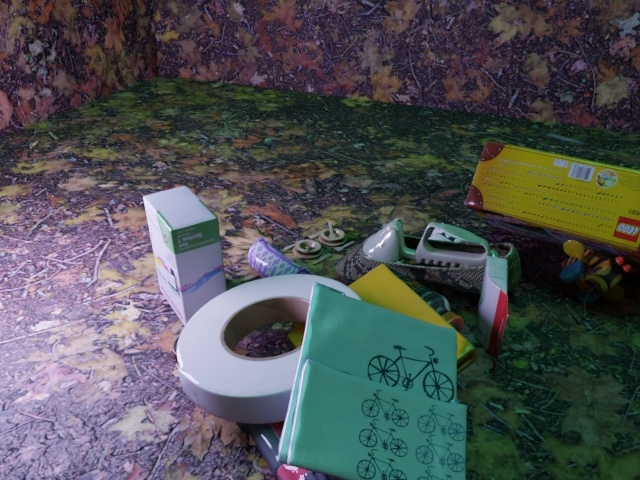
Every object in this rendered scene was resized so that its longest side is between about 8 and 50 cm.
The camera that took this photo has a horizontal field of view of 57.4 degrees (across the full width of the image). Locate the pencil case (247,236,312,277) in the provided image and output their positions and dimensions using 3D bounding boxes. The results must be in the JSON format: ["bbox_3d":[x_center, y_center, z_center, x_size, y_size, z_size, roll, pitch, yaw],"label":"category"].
[{"bbox_3d":[-0.111,0.072,1.557,0.086,0.088,0.206,-20,35,-37],"label":"pencil case"}]

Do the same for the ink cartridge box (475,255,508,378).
[{"bbox_3d":[0.384,0.169,1.320,0.056,0.181,0.225,10,32,15],"label":"ink cartridge box"}]

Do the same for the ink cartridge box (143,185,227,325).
[{"bbox_3d":[-0.322,0.040,1.408,0.117,0.279,0.201,-18,35,-27],"label":"ink cartridge box"}]

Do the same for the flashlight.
[{"bbox_3d":[-0.056,0.362,1.035,0.103,0.103,0.304,-50,37,1],"label":"flashlight"}]

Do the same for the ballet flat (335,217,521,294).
[{"bbox_3d":[0.265,0.029,1.502,0.482,0.182,0.164,5,39,20],"label":"ballet flat"}]

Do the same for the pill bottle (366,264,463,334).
[{"bbox_3d":[0.213,0.162,1.371,0.130,0.131,0.245,-22,37,-36],"label":"pill bottle"}]

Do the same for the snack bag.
[{"bbox_3d":[0.110,0.255,1.013,0.322,0.037,0.343,19,52,-10],"label":"snack bag"}]

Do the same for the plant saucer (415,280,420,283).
[{"bbox_3d":[0.227,0.125,1.558,0.083,0.013,0.084,2,29,-1],"label":"plant saucer"}]

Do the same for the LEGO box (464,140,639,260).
[{"bbox_3d":[0.705,-0.088,1.610,0.499,0.193,0.372,19,1,32],"label":"LEGO box"}]

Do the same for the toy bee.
[{"bbox_3d":[0.713,0.095,1.492,0.195,0.162,0.298,37,30,-22],"label":"toy bee"}]

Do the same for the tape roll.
[{"bbox_3d":[-0.093,0.199,1.173,0.391,0.072,0.392,-7,28,4],"label":"tape roll"}]

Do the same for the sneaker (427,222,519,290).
[{"bbox_3d":[0.405,0.069,1.603,0.118,0.110,0.292,-41,51,-20],"label":"sneaker"}]

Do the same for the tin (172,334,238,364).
[{"bbox_3d":[-0.244,0.258,1.267,0.106,0.040,0.189,-25,39,-33],"label":"tin"}]

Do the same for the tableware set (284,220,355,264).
[{"bbox_3d":[0.000,0.000,1.741,0.128,0.039,0.194,26,37,36],"label":"tableware set"}]

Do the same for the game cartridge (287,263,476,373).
[{"bbox_3d":[0.114,0.218,1.230,0.285,0.053,0.324,-33,41,-10],"label":"game cartridge"}]
